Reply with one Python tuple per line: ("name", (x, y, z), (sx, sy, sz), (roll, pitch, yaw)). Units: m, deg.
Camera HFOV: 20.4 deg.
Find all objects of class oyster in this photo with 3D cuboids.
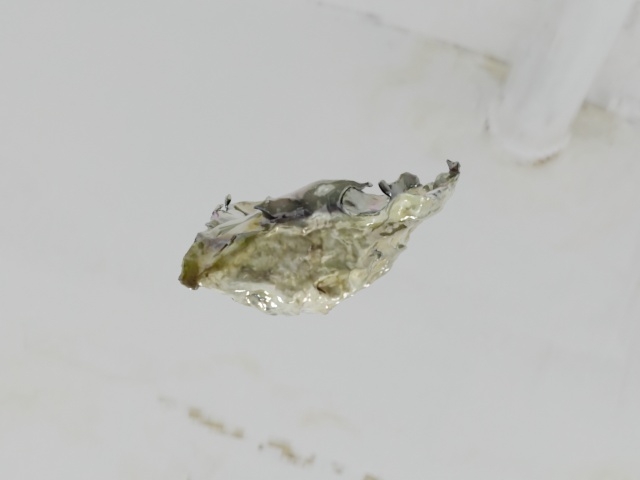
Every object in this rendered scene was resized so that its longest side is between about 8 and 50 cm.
("oyster", (0.009, -0.002, 0.989), (0.132, 0.209, 0.072), (-6, -86, 11))
